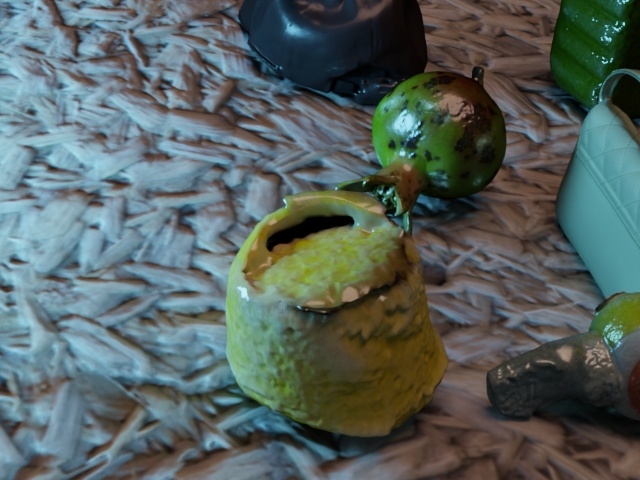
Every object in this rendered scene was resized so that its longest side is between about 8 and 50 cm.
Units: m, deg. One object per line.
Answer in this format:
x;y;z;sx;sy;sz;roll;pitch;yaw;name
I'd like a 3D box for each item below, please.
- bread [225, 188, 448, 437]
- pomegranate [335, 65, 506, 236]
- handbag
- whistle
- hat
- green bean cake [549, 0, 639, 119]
0.014;0.067;1.107;0.197;0.170;0.197;-1;42;1;bread
0.114;-0.105;1.406;0.156;0.156;0.220;30;41;27;pomegranate
0.333;-0.052;1.322;0.079;0.219;0.256;-2;37;-14;handbag
0.261;0.118;1.157;0.223;0.123;0.123;-13;39;-10;whistle
0.014;-0.341;1.671;0.238;0.209;0.336;-8;37;-21;hat
0.442;-0.299;1.684;0.247;0.250;0.156;-9;39;-25;green bean cake
